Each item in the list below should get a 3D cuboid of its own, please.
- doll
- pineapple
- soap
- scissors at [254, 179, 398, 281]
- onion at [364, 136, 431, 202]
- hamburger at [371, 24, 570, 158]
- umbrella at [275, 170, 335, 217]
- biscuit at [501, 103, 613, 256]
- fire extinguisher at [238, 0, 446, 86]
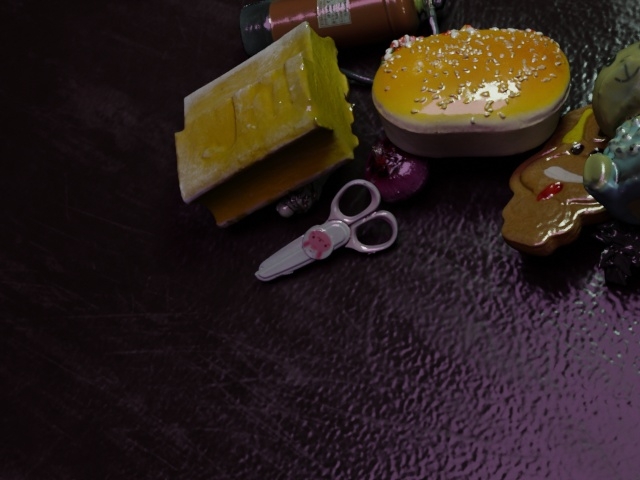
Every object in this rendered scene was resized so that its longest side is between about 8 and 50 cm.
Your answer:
[{"bbox_3d":[0.454,-0.160,1.447,0.177,0.161,0.260,-25,46,40],"label":"doll"},{"bbox_3d":[0.478,0.036,1.472,0.119,0.111,0.237,-38,50,-23],"label":"pineapple"},{"bbox_3d":[-0.091,-0.191,1.738,0.281,0.143,0.259,-30,48,27],"label":"soap"},{"bbox_3d":[0.000,0.000,1.688,0.242,0.030,0.118,-28,101,17],"label":"scissors"},{"bbox_3d":[0.118,-0.116,1.678,0.115,0.104,0.115,-26,44,28],"label":"onion"},{"bbox_3d":[0.225,-0.229,1.623,0.295,0.151,0.227,1,40,8],"label":"hamburger"},{"bbox_3d":[-0.022,-0.096,1.745,0.067,0.062,0.143,34,76,16],"label":"umbrella"},{"bbox_3d":[0.373,-0.094,1.557,0.186,0.044,0.295,16,57,42],"label":"biscuit"},{"bbox_3d":[0.061,-0.351,1.827,0.376,0.113,0.200,-10,105,18],"label":"fire extinguisher"}]
